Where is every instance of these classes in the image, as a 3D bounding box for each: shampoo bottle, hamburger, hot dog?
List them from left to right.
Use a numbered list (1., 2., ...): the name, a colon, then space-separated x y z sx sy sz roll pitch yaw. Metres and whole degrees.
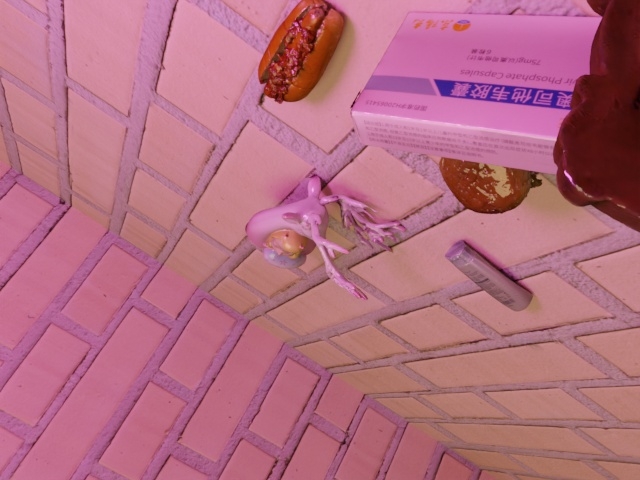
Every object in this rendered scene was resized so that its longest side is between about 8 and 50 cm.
1. hot dog: -0.042 -0.294 0.962 0.102 0.076 0.249 32 155 -12
2. hamburger: 0.249 -0.124 0.903 0.185 0.131 0.159 21 151 27
3. shampoo bottle: 0.362 0.079 1.259 0.212 0.049 0.072 37 157 -17

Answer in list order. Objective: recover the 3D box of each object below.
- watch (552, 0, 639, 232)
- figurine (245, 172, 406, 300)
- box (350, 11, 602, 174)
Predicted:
1. watch: 0.372 -0.177 0.433 0.314 0.335 0.327 27 165 8
2. figurine: 0.004 -0.013 1.338 0.284 0.206 0.316 41 160 -10
3. box: 0.229 -0.188 0.723 0.344 0.200 0.065 15 154 30
